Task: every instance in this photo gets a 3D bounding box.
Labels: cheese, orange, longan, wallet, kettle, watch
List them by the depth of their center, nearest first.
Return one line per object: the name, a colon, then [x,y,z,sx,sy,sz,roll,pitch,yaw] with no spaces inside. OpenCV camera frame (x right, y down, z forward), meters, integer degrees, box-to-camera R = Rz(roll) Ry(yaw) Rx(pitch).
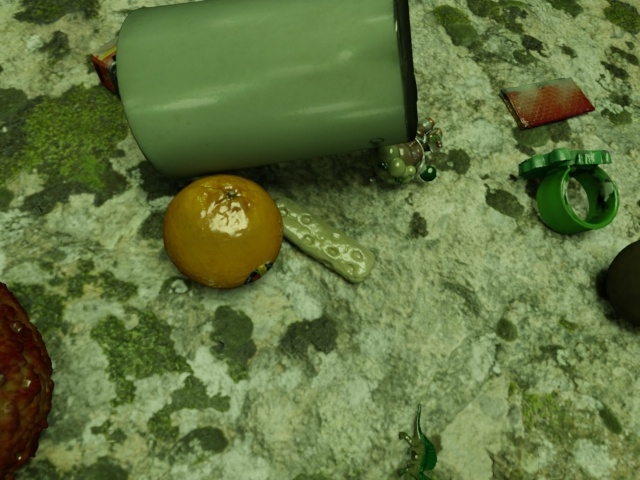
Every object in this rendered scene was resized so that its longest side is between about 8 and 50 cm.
orange: [-0.143,-0.014,0.762,0.178,0.155,0.177,0,74,-1]
kettle: [-0.044,-0.228,0.785,0.377,0.361,0.249,-5,87,12]
cheese: [0.000,0.000,0.844,0.194,0.043,0.065,35,62,5]
longan: [0.591,0.074,0.874,0.187,0.167,0.167,-6,67,-25]
watch: [0.460,-0.087,0.957,0.165,0.131,0.151,-6,85,-20]
wallet: [0.491,-0.300,1.105,0.197,0.020,0.103,-15,69,-18]

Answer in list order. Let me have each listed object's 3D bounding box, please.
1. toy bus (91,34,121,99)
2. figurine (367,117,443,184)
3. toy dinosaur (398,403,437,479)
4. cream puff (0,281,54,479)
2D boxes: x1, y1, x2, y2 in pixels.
toy bus: [-0.322,-0.336,0.915,0.077,0.079,0.174,32,62,15]
figurine: [0.161,-0.169,0.930,0.197,0.093,0.147,-41,90,-26]
toy dinosaur: [0.146,0.304,0.748,0.060,0.029,0.119,21,56,-20]
cream puff: [-0.460,0.165,0.561,0.351,0.228,0.350,0,86,0]
